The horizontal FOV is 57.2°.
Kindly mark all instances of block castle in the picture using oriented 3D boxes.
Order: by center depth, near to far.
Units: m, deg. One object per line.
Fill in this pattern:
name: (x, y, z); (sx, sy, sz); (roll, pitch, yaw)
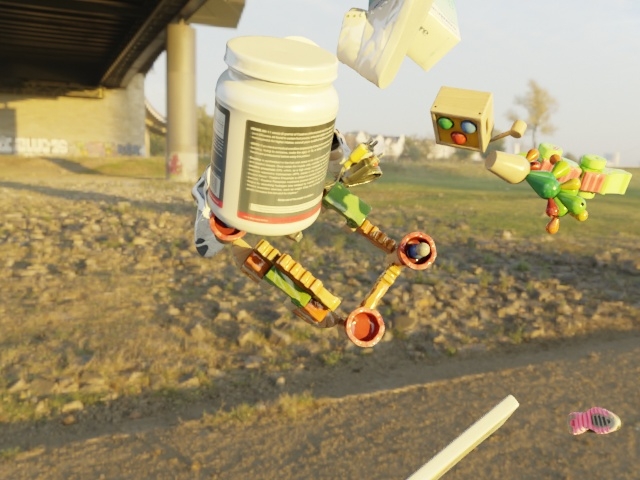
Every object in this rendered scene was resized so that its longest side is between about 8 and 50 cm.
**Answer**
block castle: (0.000, 0.000, 1.308); (0.453, 0.303, 0.213); (38, -15, -4)

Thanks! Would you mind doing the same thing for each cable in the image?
cable: (0.062, -0.182, 1.699); (0.287, 0.072, 0.139); (-31, -32, 14)

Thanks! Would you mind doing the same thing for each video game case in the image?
video game case: (0.240, 0.365, 1.021); (0.226, 0.026, 0.206); (-36, -26, -8)

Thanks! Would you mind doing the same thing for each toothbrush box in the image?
toothbrush box: (0.246, -0.624, 1.559); (0.216, 0.296, 0.126); (31, -49, -25)

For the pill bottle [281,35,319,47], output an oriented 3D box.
pill bottle: (-0.065, -0.327, 1.233); (0.162, 0.162, 0.278); (0, 4, -8)

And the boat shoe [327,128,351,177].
boat shoe: (0.018, -0.325, 1.893); (0.121, 0.110, 0.341); (-34, 38, -2)

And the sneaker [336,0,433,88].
sneaker: (0.138, -0.508, 1.304); (0.169, 0.293, 0.108); (36, 20, 22)

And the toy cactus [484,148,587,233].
toy cactus: (0.362, -0.104, 1.020); (0.180, 0.112, 0.219); (18, 34, -18)

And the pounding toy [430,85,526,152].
pounding toy: (0.386, -0.266, 1.432); (0.205, 0.094, 0.181); (16, -24, 27)

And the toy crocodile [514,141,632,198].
toy crocodile: (0.694, -0.187, 1.640); (0.340, 0.115, 0.105); (13, 30, -1)

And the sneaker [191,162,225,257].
sneaker: (-0.273, -0.081, 1.470); (0.093, 0.235, 0.153); (1, 5, -19)

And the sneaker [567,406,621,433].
sneaker: (0.509, 0.333, 1.075); (0.057, 0.047, 0.119); (13, -21, -14)

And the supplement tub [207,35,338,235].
supplement tub: (-0.076, -0.163, 0.929); (0.190, 0.273, 0.191); (8, 31, -5)
